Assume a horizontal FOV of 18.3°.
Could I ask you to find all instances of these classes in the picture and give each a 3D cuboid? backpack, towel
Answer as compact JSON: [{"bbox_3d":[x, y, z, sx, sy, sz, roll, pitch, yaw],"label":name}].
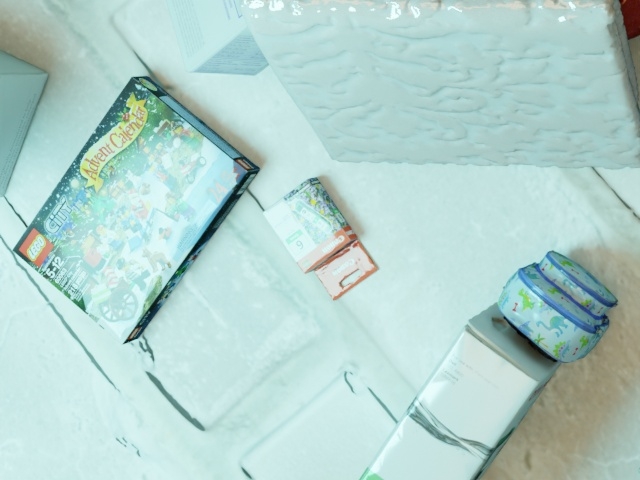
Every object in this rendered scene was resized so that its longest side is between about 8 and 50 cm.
[{"bbox_3d":[0.226,0.062,1.899,0.105,0.114,0.084,39,106,11],"label":"backpack"},{"bbox_3d":[0.126,-0.152,1.817,0.331,0.317,0.053,2,68,17],"label":"towel"}]

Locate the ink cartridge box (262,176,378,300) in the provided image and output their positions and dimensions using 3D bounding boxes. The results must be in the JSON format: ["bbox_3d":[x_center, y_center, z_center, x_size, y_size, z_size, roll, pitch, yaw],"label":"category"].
[{"bbox_3d":[0.000,0.000,2.009,0.063,0.029,0.115,-36,84,17],"label":"ink cartridge box"}]

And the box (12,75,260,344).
[{"bbox_3d":[-0.193,-0.031,2.058,0.159,0.044,0.233,39,106,10],"label":"box"}]

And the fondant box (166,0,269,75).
[{"bbox_3d":[-0.029,-0.332,1.848,0.330,0.096,0.238,-34,66,44],"label":"fondant box"}]

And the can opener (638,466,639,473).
[{"bbox_3d":[0.323,0.312,1.917,0.095,0.076,0.283,17,102,16],"label":"can opener"}]

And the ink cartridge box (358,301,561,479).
[{"bbox_3d":[0.132,0.181,1.918,0.092,0.160,0.219,36,106,10],"label":"ink cartridge box"}]

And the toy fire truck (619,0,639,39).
[{"bbox_3d":[0.237,-0.308,1.842,0.253,0.169,0.302,6,96,-4],"label":"toy fire truck"}]

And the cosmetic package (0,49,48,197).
[{"bbox_3d":[-0.413,-0.141,2.060,0.183,0.151,0.151,26,104,14],"label":"cosmetic package"}]
